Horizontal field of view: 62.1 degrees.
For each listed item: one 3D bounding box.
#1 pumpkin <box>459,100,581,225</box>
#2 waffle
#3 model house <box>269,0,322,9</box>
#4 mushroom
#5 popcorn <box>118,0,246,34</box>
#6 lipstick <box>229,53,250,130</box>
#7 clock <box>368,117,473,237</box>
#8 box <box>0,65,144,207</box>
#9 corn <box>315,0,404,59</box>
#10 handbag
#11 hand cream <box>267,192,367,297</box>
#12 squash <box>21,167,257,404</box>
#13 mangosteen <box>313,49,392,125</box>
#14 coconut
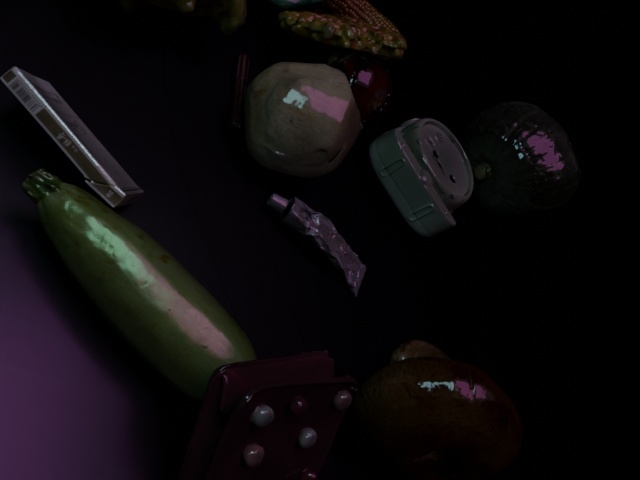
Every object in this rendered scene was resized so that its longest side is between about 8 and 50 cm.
[{"bbox_3d":[0.521,-0.207,1.444,0.257,0.291,0.327,-21,73,-29],"label":"pumpkin"},{"bbox_3d":[0.056,-0.460,1.178,0.282,0.058,0.301,31,31,31],"label":"waffle"},{"bbox_3d":[-0.038,-0.655,1.177,0.281,0.249,0.230,-17,118,-11],"label":"model house"},{"bbox_3d":[0.184,0.265,0.861,0.267,0.267,0.254,14,59,-40],"label":"mushroom"},{"bbox_3d":[-0.245,-0.499,0.842,0.335,0.279,0.274,-19,63,-37],"label":"popcorn"},{"bbox_3d":[-0.152,-0.276,0.992,0.027,0.027,0.176,24,54,-35],"label":"lipstick"},{"bbox_3d":[0.266,-0.178,1.297,0.265,0.109,0.324,55,41,-6],"label":"clock"},{"bbox_3d":[-0.314,-0.128,0.690,0.198,0.029,0.109,52,-1,-9],"label":"box"},{"bbox_3d":[0.093,-0.564,1.350,0.310,0.101,0.101,30,49,-24],"label":"corn"},{"bbox_3d":[-0.064,0.250,0.662,0.203,0.074,0.216,8,107,-44],"label":"handbag"},{"bbox_3d":[0.003,-0.002,0.979,0.257,0.050,0.084,44,41,-23],"label":"hand cream"},{"bbox_3d":[-0.221,0.064,0.663,0.370,0.118,0.118,47,42,-8],"label":"squash"},{"bbox_3d":[0.066,-0.339,1.159,0.166,0.166,0.180,-13,55,-48],"label":"mangosteen"},{"bbox_3d":[-0.025,-0.214,0.956,0.224,0.224,0.224,24,53,-35],"label":"coconut"}]
